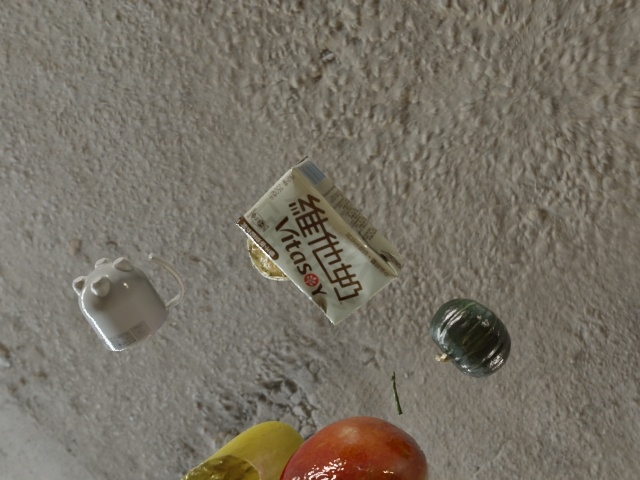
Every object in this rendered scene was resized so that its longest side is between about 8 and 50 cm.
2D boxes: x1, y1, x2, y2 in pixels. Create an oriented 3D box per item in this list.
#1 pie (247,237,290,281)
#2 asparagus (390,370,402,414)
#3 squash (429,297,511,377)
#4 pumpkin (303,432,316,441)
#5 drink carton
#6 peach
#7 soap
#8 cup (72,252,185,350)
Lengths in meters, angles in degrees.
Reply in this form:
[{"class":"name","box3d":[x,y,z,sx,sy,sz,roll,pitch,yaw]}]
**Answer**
[{"class":"pie","box3d":[-0.111,-0.014,1.551,0.274,0.055,0.274,-8,76,33]},{"class":"asparagus","box3d":[0.202,0.407,1.408,0.014,0.015,0.114,-33,64,59]},{"class":"squash","box3d":[0.373,0.245,1.321,0.218,0.218,0.172,26,71,13]},{"class":"pumpkin","box3d":[0.015,0.813,1.869,0.250,0.216,0.249,20,138,18]},{"class":"drink carton","box3d":[-0.001,0.000,1.154,0.324,0.132,0.194,46,115,-3]},{"class":"peach","box3d":[0.082,0.569,1.222,0.290,0.373,0.372,48,118,29]},{"class":"soap","box3d":[-0.162,0.687,1.471,0.306,0.427,0.115,54,127,15]},{"class":"cup","box3d":[-0.363,0.106,0.987,0.174,0.134,0.142,-11,119,21]}]
